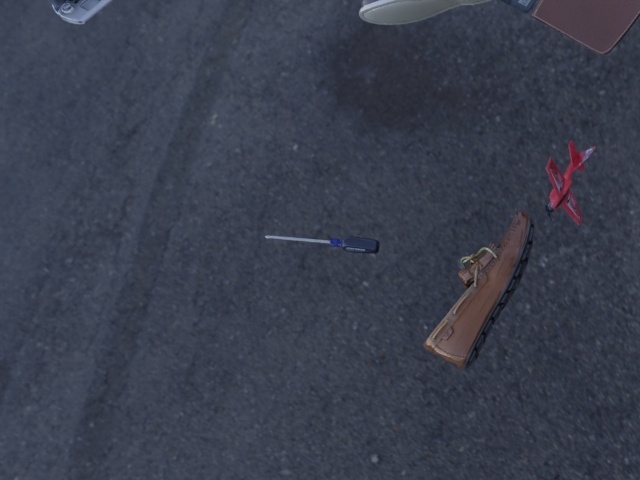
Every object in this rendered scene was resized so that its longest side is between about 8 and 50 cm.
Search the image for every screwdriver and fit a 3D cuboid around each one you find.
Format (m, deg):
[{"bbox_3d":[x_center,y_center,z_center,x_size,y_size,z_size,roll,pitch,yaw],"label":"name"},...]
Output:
[{"bbox_3d":[0.000,0.000,1.162,0.170,0.025,0.024,7,67,15],"label":"screwdriver"}]

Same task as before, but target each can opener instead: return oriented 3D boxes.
[{"bbox_3d":[-0.330,-0.463,1.363,0.076,0.095,0.283,34,68,20],"label":"can opener"}]

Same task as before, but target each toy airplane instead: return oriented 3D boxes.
[{"bbox_3d":[0.399,-0.099,1.341,0.028,0.151,0.151,14,70,48],"label":"toy airplane"}]

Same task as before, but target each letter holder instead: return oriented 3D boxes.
[{"bbox_3d":[0.668,-0.612,1.907,0.214,0.301,0.152,33,39,10],"label":"letter holder"}]

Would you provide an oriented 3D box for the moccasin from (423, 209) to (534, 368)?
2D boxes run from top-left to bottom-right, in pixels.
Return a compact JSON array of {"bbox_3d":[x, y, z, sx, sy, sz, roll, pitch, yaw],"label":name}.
[{"bbox_3d":[0.359,0.098,1.860,0.147,0.139,0.379,29,93,19],"label":"moccasin"}]

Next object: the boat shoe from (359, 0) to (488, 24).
[{"bbox_3d":[0.235,-0.541,1.757,0.325,0.117,0.096,-8,79,25],"label":"boat shoe"}]

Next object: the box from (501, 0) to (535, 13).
[{"bbox_3d":[0.263,-0.447,1.121,0.232,0.184,0.059,120,174,-48],"label":"box"}]
